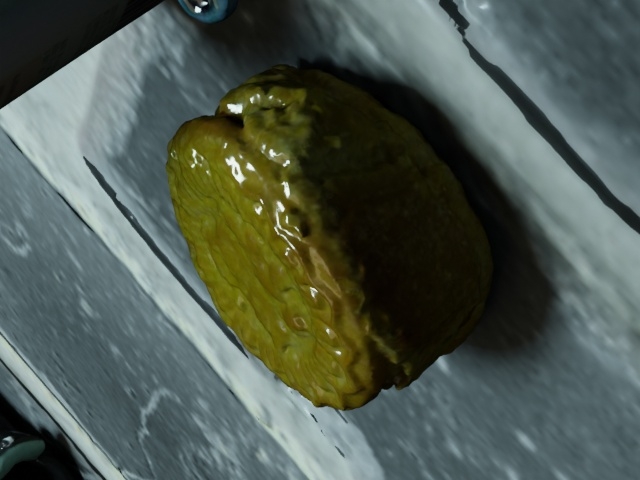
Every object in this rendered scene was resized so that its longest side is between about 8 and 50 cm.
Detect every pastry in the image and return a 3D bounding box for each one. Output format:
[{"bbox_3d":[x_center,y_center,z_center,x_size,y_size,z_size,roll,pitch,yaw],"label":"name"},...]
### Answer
[{"bbox_3d":[0.000,0.000,0.444,0.097,0.057,0.109,40,150,26],"label":"pastry"}]

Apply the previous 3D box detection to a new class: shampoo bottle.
[{"bbox_3d":[-0.103,-0.048,0.425,0.040,0.165,0.080,56,154,-7],"label":"shampoo bottle"}]

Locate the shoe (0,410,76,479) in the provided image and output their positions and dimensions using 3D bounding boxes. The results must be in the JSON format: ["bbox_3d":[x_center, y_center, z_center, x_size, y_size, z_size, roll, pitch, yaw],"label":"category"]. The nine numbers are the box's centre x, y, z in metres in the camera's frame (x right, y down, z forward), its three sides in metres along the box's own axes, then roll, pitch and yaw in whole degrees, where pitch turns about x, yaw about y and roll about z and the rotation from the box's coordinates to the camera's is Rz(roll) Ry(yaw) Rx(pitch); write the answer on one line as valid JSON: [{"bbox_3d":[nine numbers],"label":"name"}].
[{"bbox_3d":[-0.182,0.129,0.888,0.169,0.071,0.099,49,151,-3],"label":"shoe"}]

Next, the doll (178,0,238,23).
[{"bbox_3d":[-0.033,-0.116,0.331,0.114,0.085,0.152,14,126,35],"label":"doll"}]
